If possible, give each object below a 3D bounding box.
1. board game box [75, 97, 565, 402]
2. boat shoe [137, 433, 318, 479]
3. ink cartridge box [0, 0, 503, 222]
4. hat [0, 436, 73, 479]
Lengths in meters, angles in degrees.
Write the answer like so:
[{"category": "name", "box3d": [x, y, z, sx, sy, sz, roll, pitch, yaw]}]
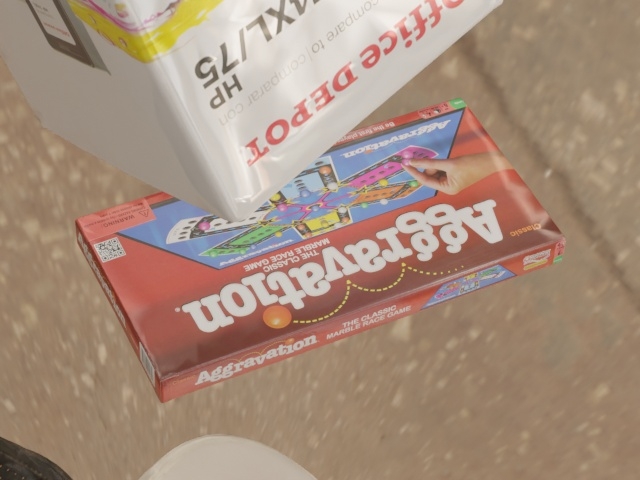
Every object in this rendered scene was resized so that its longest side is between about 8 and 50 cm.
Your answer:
[{"category": "board game box", "box3d": [0.000, 0.000, 1.244, 0.281, 0.027, 0.145, -19, 53, -18]}, {"category": "boat shoe", "box3d": [-0.089, 0.208, 0.805, 0.127, 0.340, 0.158, 43, 112, 0]}, {"category": "ink cartridge box", "box3d": [-0.076, -0.189, 0.955, 0.198, 0.270, 0.197, -41, 38, -19]}, {"category": "hat", "box3d": [-0.261, 0.270, 1.138, 0.331, 0.134, 0.331, -1, 53, 2]}]
